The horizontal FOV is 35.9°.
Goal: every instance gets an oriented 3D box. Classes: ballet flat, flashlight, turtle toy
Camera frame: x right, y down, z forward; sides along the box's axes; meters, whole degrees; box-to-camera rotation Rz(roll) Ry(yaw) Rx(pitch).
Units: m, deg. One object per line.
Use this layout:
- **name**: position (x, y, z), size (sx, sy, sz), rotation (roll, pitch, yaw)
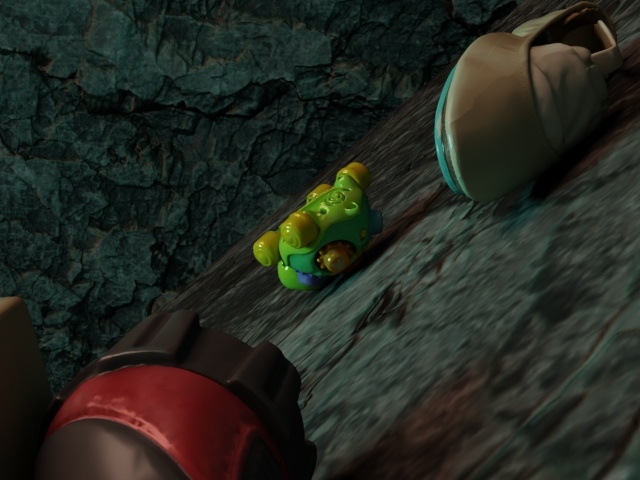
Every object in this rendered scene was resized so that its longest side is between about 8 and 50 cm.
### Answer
- **ballet flat**: position (0.136, -0.095, 0.588), size (0.086, 0.086, 0.248), rotation (-38, 6, 32)
- **flashlight**: position (-0.075, 0.119, 0.259), size (0.304, 0.103, 0.103), rotation (-59, -7, -68)
- **turtle toy**: position (0.000, 0.000, 0.780), size (0.095, 0.066, 0.130), rotation (-43, 5, -33)

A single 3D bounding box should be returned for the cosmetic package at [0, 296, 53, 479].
- **cosmetic package**: position (-0.173, 0.143, 0.265), size (0.113, 0.160, 0.309), rotation (-8, 16, 9)
